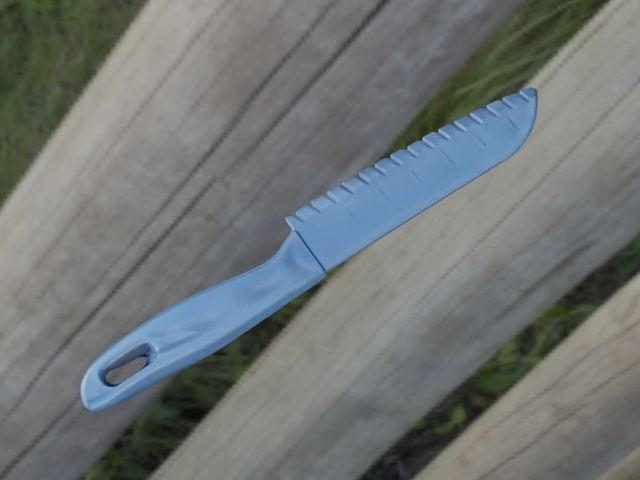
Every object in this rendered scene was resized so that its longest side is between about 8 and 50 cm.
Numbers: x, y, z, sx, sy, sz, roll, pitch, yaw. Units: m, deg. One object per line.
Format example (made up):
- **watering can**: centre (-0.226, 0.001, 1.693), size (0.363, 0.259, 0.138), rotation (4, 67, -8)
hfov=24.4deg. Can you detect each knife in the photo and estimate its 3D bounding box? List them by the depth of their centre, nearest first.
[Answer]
- **knife**: centre (0.000, 0.000, 0.812), size (0.044, 0.313, 0.019), rotation (54, 165, 18)
